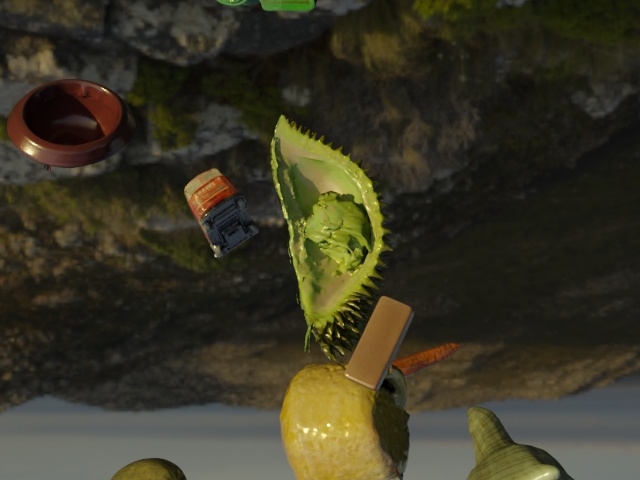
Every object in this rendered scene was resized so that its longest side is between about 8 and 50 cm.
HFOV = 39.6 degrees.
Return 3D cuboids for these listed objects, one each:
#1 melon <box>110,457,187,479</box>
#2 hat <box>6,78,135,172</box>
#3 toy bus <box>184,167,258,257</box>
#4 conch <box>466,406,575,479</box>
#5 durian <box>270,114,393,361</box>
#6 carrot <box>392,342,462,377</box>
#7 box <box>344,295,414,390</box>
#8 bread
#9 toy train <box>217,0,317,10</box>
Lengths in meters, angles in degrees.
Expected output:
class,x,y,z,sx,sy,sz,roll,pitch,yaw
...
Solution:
class,x,y,z,sx,sy,sz,roll,pitch,yaw
melon,-0.219,0.323,1.115,0.098,0.098,0.131,10,142,-40
hat,-0.405,-0.180,1.451,0.205,0.205,0.089,2,141,-12
toy bus,-0.145,-0.041,1.271,0.079,0.077,0.174,-33,162,-8
conch,0.199,0.257,0.877,0.137,0.234,0.114,-1,145,17
durian,0.008,0.005,1.293,0.169,0.355,0.157,3,156,-28
carrot,0.226,0.281,2.053,0.224,0.057,0.057,-19,172,-13
box,0.073,0.127,1.096,0.048,0.115,0.025,21,164,20
bread,0.032,0.258,1.209,0.170,0.197,0.197,-10,166,20
toy train,-0.092,-0.459,1.338,0.188,0.132,0.243,3,143,14
